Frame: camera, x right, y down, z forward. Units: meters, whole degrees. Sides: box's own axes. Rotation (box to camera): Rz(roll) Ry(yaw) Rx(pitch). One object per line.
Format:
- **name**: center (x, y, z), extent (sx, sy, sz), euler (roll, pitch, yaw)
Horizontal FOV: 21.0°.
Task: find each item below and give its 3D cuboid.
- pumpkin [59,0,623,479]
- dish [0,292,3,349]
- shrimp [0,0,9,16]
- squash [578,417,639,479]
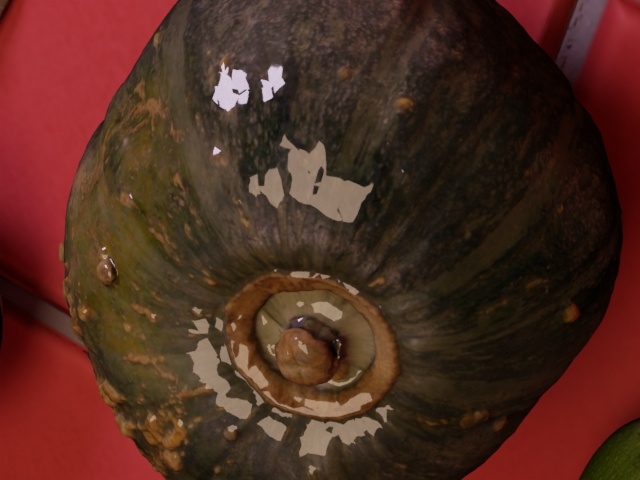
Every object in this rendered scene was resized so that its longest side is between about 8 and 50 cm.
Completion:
- **pumpkin**: center (0.000, 0.000, 0.951), extent (0.291, 0.257, 0.327), euler (44, 120, -6)
- **dish**: center (-0.354, 0.023, 1.221), extent (0.303, 0.120, 0.303), euler (1, 119, 3)
- **shrimp**: center (-0.267, -0.164, 1.183), extent (0.126, 0.047, 0.223), euler (19, 115, 13)
- **squash**: center (0.160, 0.267, 1.050), extent (0.101, 0.101, 0.379), euler (26, 120, 20)
